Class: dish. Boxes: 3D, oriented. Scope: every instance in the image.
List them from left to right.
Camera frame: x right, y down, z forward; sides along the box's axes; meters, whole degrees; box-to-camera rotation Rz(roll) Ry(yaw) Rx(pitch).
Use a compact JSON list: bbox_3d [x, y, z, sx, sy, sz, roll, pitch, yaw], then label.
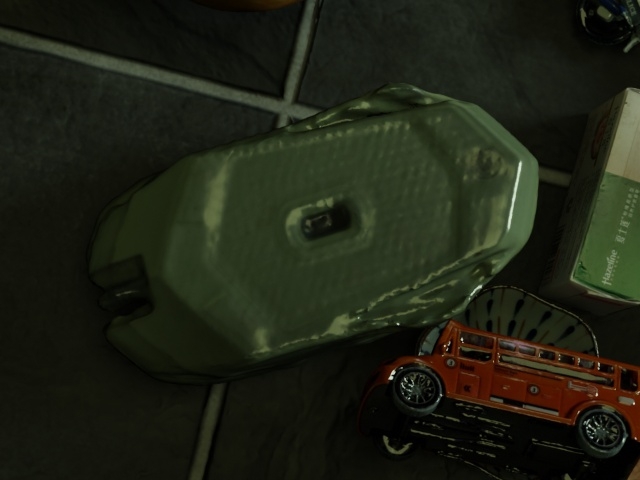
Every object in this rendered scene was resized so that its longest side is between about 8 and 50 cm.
[{"bbox_3d":[0.175,0.140,1.809,0.190,0.066,0.191,1,80,-5],"label":"dish"}]

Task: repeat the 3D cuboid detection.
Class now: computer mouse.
[{"bbox_3d":[-0.002,0.001,1.771,0.428,0.145,0.228,-16,78,3],"label":"computer mouse"}]

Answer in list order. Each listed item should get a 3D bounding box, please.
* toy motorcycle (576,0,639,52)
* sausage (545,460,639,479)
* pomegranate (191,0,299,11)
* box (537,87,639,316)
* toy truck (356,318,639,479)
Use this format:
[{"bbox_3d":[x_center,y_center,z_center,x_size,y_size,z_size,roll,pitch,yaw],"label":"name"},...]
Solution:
[{"bbox_3d":[0.296,-0.302,1.867,0.150,0.102,0.221,-23,83,12],"label":"toy motorcycle"},{"bbox_3d":[0.262,0.249,1.792,0.348,0.097,0.094,-34,99,-11],"label":"sausage"},{"bbox_3d":[-0.050,-0.417,1.695,0.411,0.411,0.412,1,83,-6],"label":"pomegranate"},{"bbox_3d":[0.281,-0.034,1.809,0.081,0.135,0.199,16,82,-5],"label":"box"},{"bbox_3d":[0.164,0.148,1.714,0.252,0.107,0.114,14,56,-1],"label":"toy truck"}]
